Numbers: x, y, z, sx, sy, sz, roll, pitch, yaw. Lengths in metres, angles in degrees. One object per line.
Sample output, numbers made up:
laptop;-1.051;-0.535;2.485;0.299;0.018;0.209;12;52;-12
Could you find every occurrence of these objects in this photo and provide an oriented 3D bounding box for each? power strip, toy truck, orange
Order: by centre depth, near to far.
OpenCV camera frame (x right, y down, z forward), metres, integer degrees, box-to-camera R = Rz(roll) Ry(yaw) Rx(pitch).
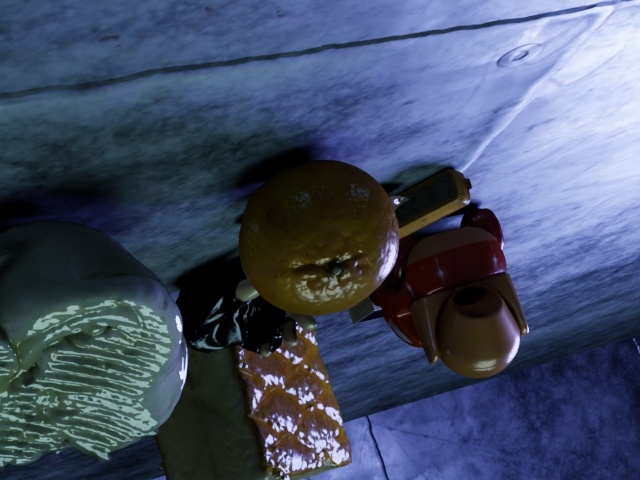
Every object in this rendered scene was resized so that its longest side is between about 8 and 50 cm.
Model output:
orange;-0.001;0.000;1.225;0.177;0.155;0.177;-6;140;-5
power strip;0.114;-0.038;1.455;0.178;0.049;0.028;-28;157;30
toy truck;0.191;0.096;1.654;0.189;0.239;0.265;-15;165;-11

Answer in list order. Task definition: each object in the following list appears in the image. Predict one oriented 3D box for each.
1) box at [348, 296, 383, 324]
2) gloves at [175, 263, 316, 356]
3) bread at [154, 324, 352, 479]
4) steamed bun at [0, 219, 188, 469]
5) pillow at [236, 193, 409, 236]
box;0.104;0.114;2.001;0.079;0.035;0.083;-9;163;-32
gloves;-0.091;0.091;1.509;0.203;0.124;0.164;-14;148;12
bread;-0.121;0.261;1.790;0.207;0.279;0.279;-26;166;27
steamed bun;-0.282;0.084;1.166;0.268;0.207;0.280;-15;138;-14
pillow;0.002;-0.030;1.383;0.135;0.034;0.211;-29;160;38
